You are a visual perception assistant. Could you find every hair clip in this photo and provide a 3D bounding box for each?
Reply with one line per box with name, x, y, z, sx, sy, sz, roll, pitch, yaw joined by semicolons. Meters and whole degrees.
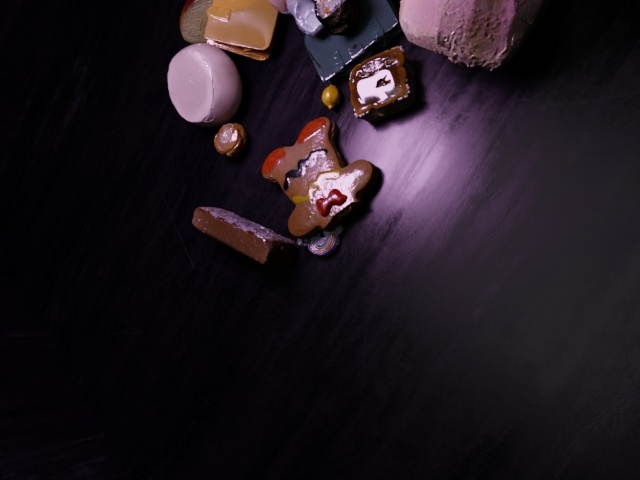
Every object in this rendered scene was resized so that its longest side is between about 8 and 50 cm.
hair clip;0.000;0.000;1.530;0.172;0.049;0.115;-2;86;28

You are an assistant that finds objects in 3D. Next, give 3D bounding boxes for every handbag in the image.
handbag;-0.290;-0.946;1.735;0.283;0.133;0.400;14;91;-3
handbag;0.108;-0.727;1.534;0.327;0.089;0.238;-30;70;27

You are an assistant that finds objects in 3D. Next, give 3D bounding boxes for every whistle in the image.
whistle;-0.077;-0.866;1.590;0.189;0.189;0.347;-36;73;24

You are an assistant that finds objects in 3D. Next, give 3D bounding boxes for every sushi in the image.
sushi;0.053;-0.802;1.454;0.136;0.126;0.225;-11;76;35

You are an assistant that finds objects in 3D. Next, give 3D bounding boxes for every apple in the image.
apple;-0.468;-1.005;1.905;0.346;0.179;0.254;-26;32;27

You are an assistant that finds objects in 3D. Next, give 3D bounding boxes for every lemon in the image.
lemon;0.038;-0.510;1.562;0.065;0.065;0.092;0;81;33

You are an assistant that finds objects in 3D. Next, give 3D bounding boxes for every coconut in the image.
coconut;0.421;-0.693;1.142;0.405;0.405;0.404;-5;81;32

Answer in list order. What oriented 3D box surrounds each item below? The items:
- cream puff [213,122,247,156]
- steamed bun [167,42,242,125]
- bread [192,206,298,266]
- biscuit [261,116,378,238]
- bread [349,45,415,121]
cream puff;-0.358;-0.406;1.780;0.126;0.103;0.143;29;100;19
steamed bun;-0.459;-0.631;1.794;0.325;0.206;0.324;13;114;32
bread;-0.291;-0.024;1.648;0.417;0.165;0.113;24;98;32
biscuit;-0.014;-0.229;1.524;0.368;0.076;0.393;-35;63;17
bread;0.199;-0.504;1.430;0.210;0.110;0.192;-13;78;31
